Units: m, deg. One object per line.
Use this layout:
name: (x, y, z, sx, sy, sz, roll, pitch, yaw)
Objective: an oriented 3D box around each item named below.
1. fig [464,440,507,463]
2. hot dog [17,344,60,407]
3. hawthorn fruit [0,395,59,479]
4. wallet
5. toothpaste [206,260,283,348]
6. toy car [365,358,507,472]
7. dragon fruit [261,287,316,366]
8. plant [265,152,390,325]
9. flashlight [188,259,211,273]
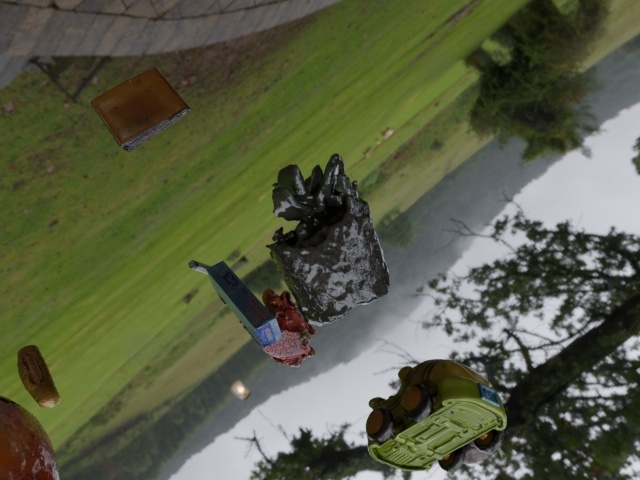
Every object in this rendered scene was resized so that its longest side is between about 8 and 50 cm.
fig: (0.312, 0.393, 1.102, 0.089, 0.125, 0.088, -166, -90, -73)
hot dog: (-0.445, 0.210, 0.880, 0.044, 0.137, 0.028, -14, 131, -34)
hawthorn fruit: (-0.517, 0.397, 0.844, 0.276, 0.307, 0.276, -47, 161, -21)
wallet: (-0.449, -0.330, 1.408, 0.196, 0.161, 0.042, -36, 167, -12)
toothpaste: (-0.170, 0.134, 1.228, 0.053, 0.066, 0.272, -26, -144, -20)
toy car: (0.189, 0.291, 0.972, 0.248, 0.200, 0.142, -41, -149, 28)
dragon fruit: (-0.093, 0.202, 1.349, 0.133, 0.207, 0.150, -32, 154, 17)
plant: (0.000, 0.000, 0.995, 0.189, 0.275, 0.199, -21, -179, -6)
flashlight: (-0.283, 0.065, 1.342, 0.018, 0.018, 0.083, -34, 156, 12)
